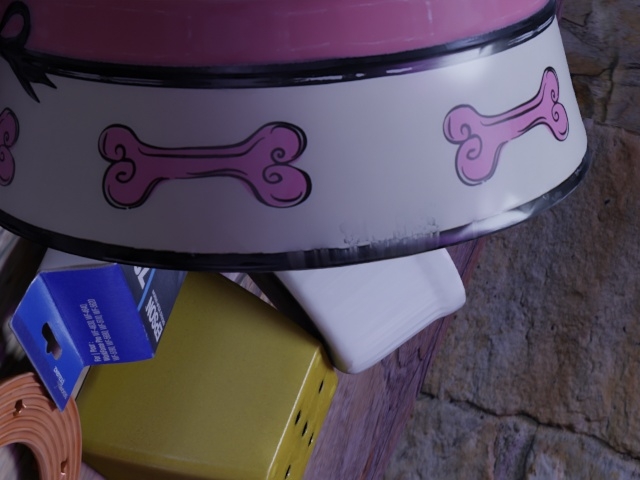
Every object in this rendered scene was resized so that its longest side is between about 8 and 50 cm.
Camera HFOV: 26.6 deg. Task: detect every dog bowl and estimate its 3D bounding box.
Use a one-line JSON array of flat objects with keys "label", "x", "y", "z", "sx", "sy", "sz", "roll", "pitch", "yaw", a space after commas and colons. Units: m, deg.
[{"label": "dog bowl", "x": -0.029, "y": -0.124, "z": 0.882, "sx": 0.408, "sy": 0.408, "sz": 0.150, "roll": -46, "pitch": 137, "yaw": -60}]

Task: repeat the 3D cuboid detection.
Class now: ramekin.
[{"label": "ramekin", "x": 0.000, "y": 0.000, "z": 1.318, "sx": 0.135, "sy": 0.277, "sz": 0.277, "roll": -40, "pitch": 159, "yaw": -8}]

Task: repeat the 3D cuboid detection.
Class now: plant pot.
[{"label": "plant pot", "x": -0.099, "y": 0.153, "z": 1.313, "sx": 0.212, "sy": 0.187, "sz": 0.212, "roll": 69, "pitch": 41, "yaw": -67}]

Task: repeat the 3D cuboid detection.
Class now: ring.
[{"label": "ring", "x": -0.285, "y": 0.260, "z": 1.065, "sx": 0.336, "sy": 0.032, "sz": 0.337, "roll": 17, "pitch": 90, "yaw": -76}]

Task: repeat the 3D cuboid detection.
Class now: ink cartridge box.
[{"label": "ink cartridge box", "x": -0.145, "y": -0.028, "z": 1.122, "sx": 0.165, "sy": 0.065, "sz": 0.333, "roll": 81, "pitch": 26, "yaw": -59}]
